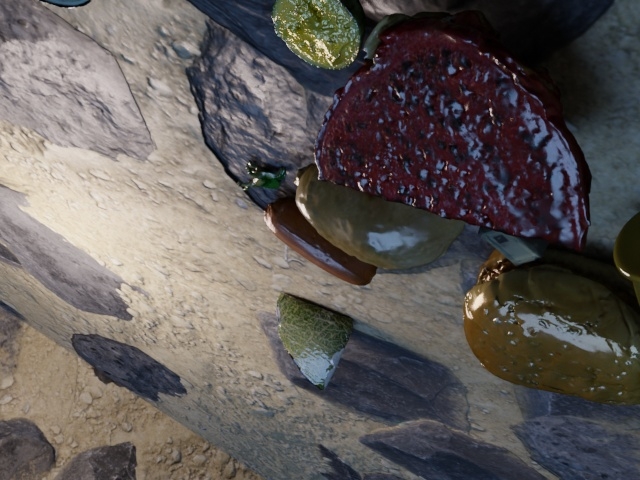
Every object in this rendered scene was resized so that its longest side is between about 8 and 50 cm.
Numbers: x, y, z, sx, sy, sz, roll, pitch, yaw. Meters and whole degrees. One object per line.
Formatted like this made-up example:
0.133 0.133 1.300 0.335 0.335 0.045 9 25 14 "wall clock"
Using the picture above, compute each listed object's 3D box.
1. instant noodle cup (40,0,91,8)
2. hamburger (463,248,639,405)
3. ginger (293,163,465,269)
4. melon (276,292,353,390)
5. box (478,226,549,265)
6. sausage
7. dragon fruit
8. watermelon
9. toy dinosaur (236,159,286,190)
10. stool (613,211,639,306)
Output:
-0.187 -0.326 0.681 0.206 0.233 0.207 21 152 12 "instant noodle cup"
0.334 0.125 1.079 0.283 0.145 0.260 8 144 23 "hamburger"
0.074 -0.040 1.040 0.267 0.152 0.138 3 173 30 "ginger"
0.003 0.175 1.533 0.139 0.093 0.203 -27 94 27 "melon"
0.247 -0.016 1.000 0.084 0.063 0.060 37 149 -19 "box"
0.000 0.000 1.232 0.197 0.076 0.076 34 151 -8 "sausage"
0.154 -0.141 0.812 0.316 0.152 0.205 20 132 32 "dragon fruit"
0.005 -0.235 0.845 0.105 0.062 0.106 22 145 17 "watermelon"
-0.093 -0.089 1.218 0.060 0.029 0.119 22 154 -14 "toy dinosaur"
0.402 0.028 0.888 0.110 0.135 0.134 42 -167 -31 "stool"
